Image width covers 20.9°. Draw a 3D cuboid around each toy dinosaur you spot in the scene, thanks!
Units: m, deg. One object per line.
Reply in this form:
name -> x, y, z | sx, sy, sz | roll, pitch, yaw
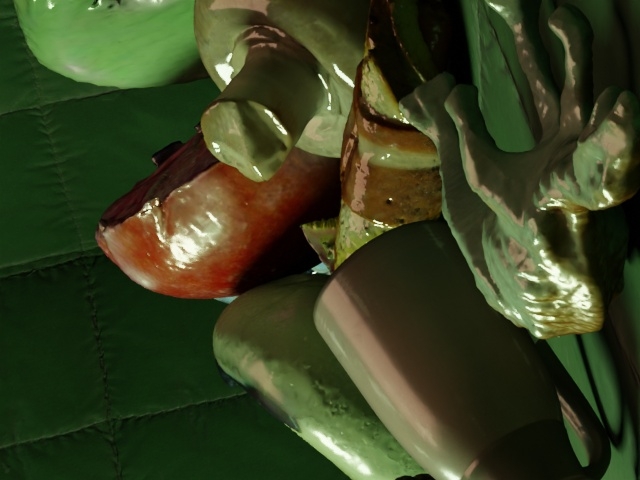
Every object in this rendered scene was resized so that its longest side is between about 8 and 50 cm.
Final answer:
toy dinosaur -> 0.107, -0.023, 0.916 | 0.393, 0.092, 0.205 | 89, 163, -60

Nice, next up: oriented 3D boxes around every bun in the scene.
bun -> 0.039, 0.120, 1.627 | 0.283, 0.179, 0.283 | 38, 175, 4

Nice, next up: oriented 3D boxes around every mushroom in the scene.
mushroom -> -0.022, -0.135, 1.384 | 0.204, 0.204, 0.204 | 167, 90, -86

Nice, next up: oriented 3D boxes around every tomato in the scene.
tomato -> -0.061, -0.038, 1.676 | 0.176, 0.335, 0.289 | 53, -163, -8

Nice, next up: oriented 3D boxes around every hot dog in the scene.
hot dog -> 0.065, -0.075, 1.271 | 0.123, 0.093, 0.261 | -94, 10, -52

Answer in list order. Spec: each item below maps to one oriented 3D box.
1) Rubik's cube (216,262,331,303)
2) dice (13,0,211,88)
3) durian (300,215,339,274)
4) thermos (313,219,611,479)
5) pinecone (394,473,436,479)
Rubik's cube -> -0.002, -0.001, 2.081 | 0.233, 0.228, 0.229 | 29, 99, 36
dice -> -0.137, -0.341, 1.561 | 0.330, 0.318, 0.322 | 96, 163, -74
durian -> 0.084, 0.029, 1.491 | 0.108, 0.119, 0.186 | -53, 49, 32
thermos -> 0.099, 0.090, 1.012 | 0.193, 0.137, 0.105 | 55, 127, 32
pinecone -> 0.097, 0.255, 1.285 | 0.150, 0.179, 0.195 | 55, 136, 44
